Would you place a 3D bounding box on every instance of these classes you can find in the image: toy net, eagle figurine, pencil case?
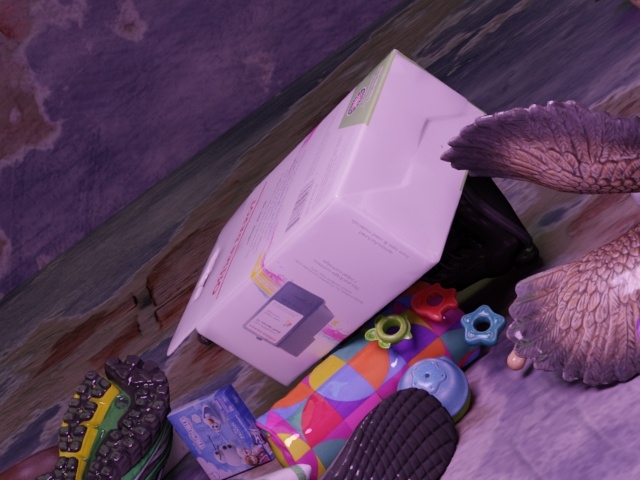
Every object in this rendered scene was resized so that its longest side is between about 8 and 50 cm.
[{"bbox_3d":[0.165,0.079,1.698,0.232,0.045,0.122,-26,54,-2],"label":"toy net"},{"bbox_3d":[0.283,-0.032,1.528,0.298,0.226,0.225,-23,-27,-14],"label":"eagle figurine"},{"bbox_3d":[0.044,0.143,1.758,0.236,0.104,0.104,-39,14,-12],"label":"pencil case"}]

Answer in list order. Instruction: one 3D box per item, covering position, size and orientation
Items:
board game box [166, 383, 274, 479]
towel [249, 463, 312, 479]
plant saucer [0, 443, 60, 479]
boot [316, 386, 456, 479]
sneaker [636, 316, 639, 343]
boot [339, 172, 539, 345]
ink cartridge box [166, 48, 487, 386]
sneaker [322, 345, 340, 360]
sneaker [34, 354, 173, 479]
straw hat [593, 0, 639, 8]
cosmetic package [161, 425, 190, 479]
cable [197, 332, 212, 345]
[{"bbox_3d":[-0.104,0.204,1.928,0.090,0.090,0.020,-26,13,38],"label":"board game box"},{"bbox_3d":[-0.191,0.268,1.678,0.325,0.038,0.248,-10,-9,-30],"label":"towel"},{"bbox_3d":[-0.405,0.365,2.230,0.310,0.050,0.310,-35,13,9],"label":"plant saucer"},{"bbox_3d":[0.005,0.231,1.611,0.161,0.083,0.246,-35,6,48],"label":"boot"},{"bbox_3d":[0.334,0.039,1.369,0.236,0.104,0.095,-36,12,-3],"label":"sneaker"},{"bbox_3d":[0.102,0.036,1.856,0.229,0.091,0.263,-33,-23,5],"label":"boot"},{"bbox_3d":[0.000,0.000,1.790,0.353,0.119,0.207,-42,20,48],"label":"ink cartridge box"},{"bbox_3d":[0.056,0.076,2.050,0.188,0.067,0.078,-48,-3,-35],"label":"sneaker"},{"bbox_3d":[-0.240,0.297,1.937,0.134,0.146,0.343,15,55,24],"label":"sneaker"},{"bbox_3d":[0.440,-0.345,2.476,0.144,0.061,0.144,-39,-4,-3],"label":"straw hat"},{"bbox_3d":[-0.207,0.250,2.134,0.060,0.041,0.115,-45,16,-31],"label":"cosmetic package"},{"bbox_3d":[-0.096,0.054,2.416,0.184,0.047,0.150,-49,-4,-48],"label":"cable"}]
